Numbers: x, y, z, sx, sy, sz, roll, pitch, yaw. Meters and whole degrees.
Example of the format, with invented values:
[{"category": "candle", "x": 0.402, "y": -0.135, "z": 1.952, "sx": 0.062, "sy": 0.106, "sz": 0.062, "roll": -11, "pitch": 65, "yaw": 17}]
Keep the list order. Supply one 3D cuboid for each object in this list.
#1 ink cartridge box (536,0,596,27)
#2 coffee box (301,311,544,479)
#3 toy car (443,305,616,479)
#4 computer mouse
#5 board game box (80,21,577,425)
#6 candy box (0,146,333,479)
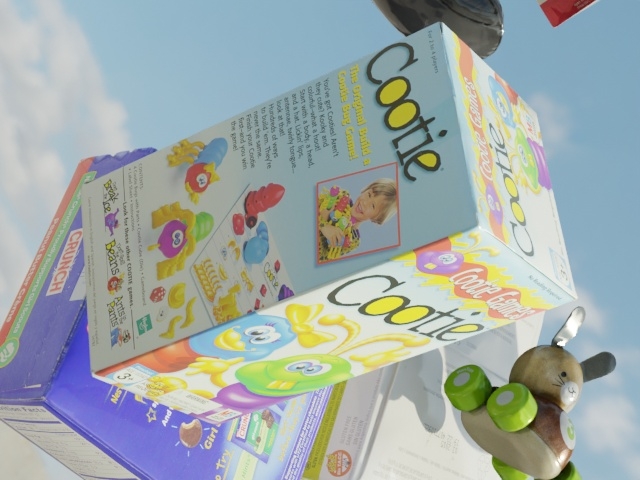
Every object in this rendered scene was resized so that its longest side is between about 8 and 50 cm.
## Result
[{"category": "ink cartridge box", "x": 0.342, "y": -0.406, "z": 2.021, "sx": 0.127, "sy": 0.128, "sz": 0.176, "roll": -32, "pitch": -88, "yaw": 49}, {"category": "coffee box", "x": 0.035, "y": 0.152, "z": 1.867, "sx": 0.334, "sy": 0.338, "sz": 0.338, "roll": 7, "pitch": -16, "yaw": 36}, {"category": "toy car", "x": 0.262, "y": 0.172, "z": 1.692, "sx": 0.149, "sy": 0.188, "sz": 0.155, "roll": 20, "pitch": -31, "yaw": 55}, {"category": "computer mouse", "x": 0.037, "y": -0.241, "z": 1.324, "sx": 0.262, "sy": 0.060, "sz": 0.184, "roll": 53, "pitch": -32, "yaw": -2}, {"category": "board game box", "x": 0.000, "y": 0.000, "z": 0.956, "sx": 0.142, "sy": 0.275, "sz": 0.144, "roll": 32, "pitch": 44, "yaw": -51}, {"category": "candy box", "x": -0.137, "y": 0.113, "z": 1.403, "sx": 0.122, "sy": 0.268, "sz": 0.317, "roll": -6, "pitch": -39, "yaw": 40}]
